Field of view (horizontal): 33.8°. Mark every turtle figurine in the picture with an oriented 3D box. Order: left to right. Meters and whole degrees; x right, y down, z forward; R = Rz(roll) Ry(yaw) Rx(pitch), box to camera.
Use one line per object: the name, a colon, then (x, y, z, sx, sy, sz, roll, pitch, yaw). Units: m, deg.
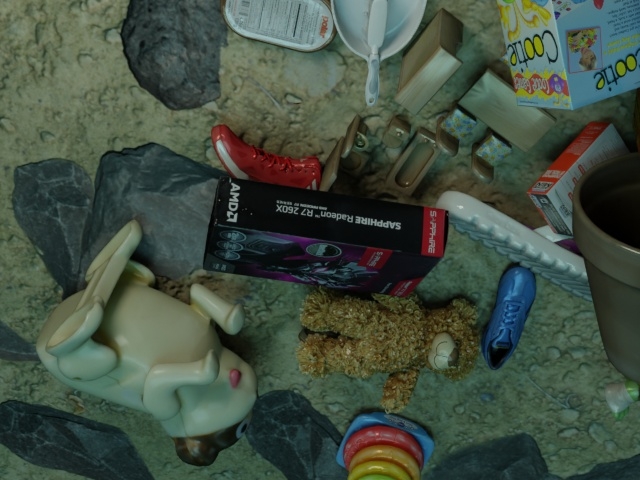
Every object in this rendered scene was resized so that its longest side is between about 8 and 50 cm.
turtle figurine: (0.651, 0.255, 1.812, 0.274, 0.198, 0.266, 23, 152, -38)

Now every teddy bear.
teddy bear: (0.120, 0.180, 1.886, 0.337, 0.113, 0.245, 22, 88, 2)

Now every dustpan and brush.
dustpan and brush: (0.084, -0.308, 1.611, 0.147, 0.060, 0.211, 0, 130, -6)

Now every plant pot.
plant pot: (0.533, 0.060, 1.565, 0.323, 0.323, 0.280, 0, 123, 9)

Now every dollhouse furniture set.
dollhouse furniture set: (0.100, -0.117, 1.709, 0.151, 0.123, 0.144, 27, 124, -9)
dollhouse furniture set: (0.244, -0.216, 1.595, 0.242, 0.161, 0.212, 34, 122, -14)

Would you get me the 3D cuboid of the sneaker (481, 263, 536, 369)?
sneaker: (0.337, 0.140, 1.872, 0.069, 0.082, 0.209, 14, 123, 2)

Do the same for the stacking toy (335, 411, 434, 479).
stacking toy: (0.111, 0.489, 2.009, 0.175, 0.302, 0.166, 21, 125, -4)

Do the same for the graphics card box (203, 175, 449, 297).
graphics card box: (0.000, 0.000, 1.727, 0.370, 0.094, 0.233, 9, 160, -8)

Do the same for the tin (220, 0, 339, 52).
tin: (-0.062, -0.352, 1.632, 0.189, 0.040, 0.106, 13, 129, 0)

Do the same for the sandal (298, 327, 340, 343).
sandal: (0.048, 0.193, 1.970, 0.180, 0.072, 0.049, 20, 103, 1)

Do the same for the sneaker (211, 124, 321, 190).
sneaker: (-0.077, -0.135, 1.765, 0.128, 0.087, 0.221, -30, 127, 17)

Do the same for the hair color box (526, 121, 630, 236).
hair color box: (0.412, -0.097, 1.656, 0.167, 0.053, 0.093, -46, 114, -17)

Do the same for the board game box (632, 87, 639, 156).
board game box: (0.634, -0.224, 1.406, 0.356, 0.357, 0.356, 2, 124, 8)

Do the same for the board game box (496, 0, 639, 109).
board game box: (0.336, -0.332, 1.443, 0.144, 0.142, 0.275, -19, 105, -18)

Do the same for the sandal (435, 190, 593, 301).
sandal: (0.389, 0.003, 1.750, 0.416, 0.169, 0.102, 27, 83, -16)

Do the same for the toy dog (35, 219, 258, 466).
toy dog: (-0.298, 0.240, 1.927, 0.408, 0.285, 0.395, 37, 122, -18)
